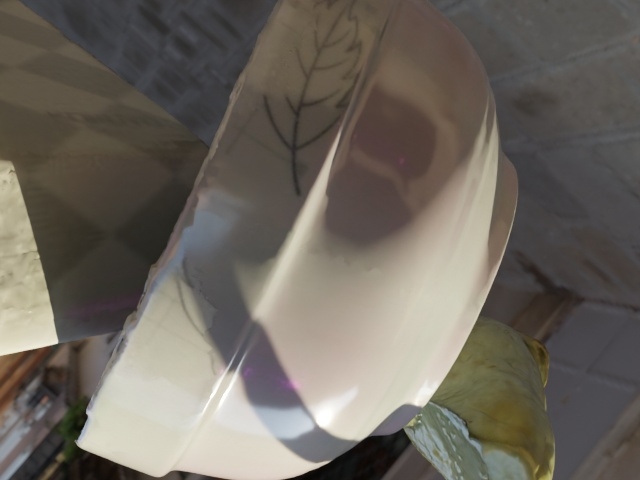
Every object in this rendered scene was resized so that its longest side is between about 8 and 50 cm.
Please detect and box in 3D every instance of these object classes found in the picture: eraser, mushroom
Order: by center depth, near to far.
[{"bbox_3d":[-0.217,-0.038,0.368,0.213,0.082,0.396,36,-159,25],"label":"eraser"},{"bbox_3d":[0.104,0.111,0.693,0.333,0.107,0.087,-29,-72,-77],"label":"mushroom"}]

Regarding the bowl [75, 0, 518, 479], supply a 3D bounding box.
[{"bbox_3d":[0.000,0.000,0.518,0.143,0.287,0.287,26,173,-6],"label":"bowl"}]
